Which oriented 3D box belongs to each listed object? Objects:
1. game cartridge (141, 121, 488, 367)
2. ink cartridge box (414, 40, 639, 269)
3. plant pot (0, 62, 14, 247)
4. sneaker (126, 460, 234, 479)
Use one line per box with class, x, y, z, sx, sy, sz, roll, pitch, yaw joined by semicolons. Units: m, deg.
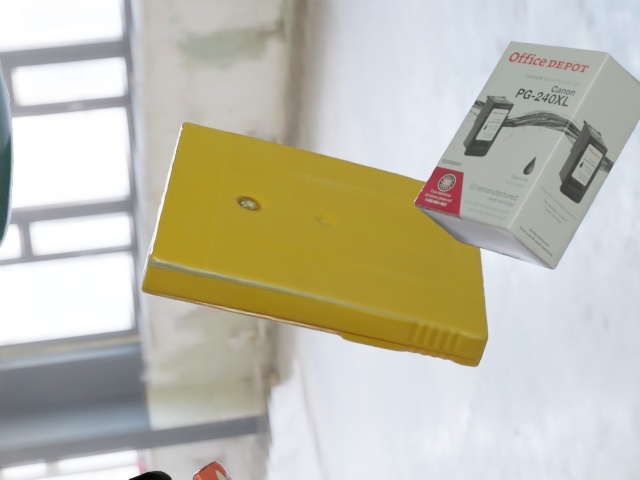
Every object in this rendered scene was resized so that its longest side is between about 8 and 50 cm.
game cartridge;0.000;0.000;1.577;0.285;0.323;0.053;-85;11;-60
ink cartridge box;0.154;-0.066;1.161;0.109;0.063;0.150;18;74;53
plant pot;-0.338;-0.049;1.166;0.195;0.290;0.290;59;179;-24
sneaker;-0.215;0.351;1.832;0.148;0.350;0.131;65;-154;2
